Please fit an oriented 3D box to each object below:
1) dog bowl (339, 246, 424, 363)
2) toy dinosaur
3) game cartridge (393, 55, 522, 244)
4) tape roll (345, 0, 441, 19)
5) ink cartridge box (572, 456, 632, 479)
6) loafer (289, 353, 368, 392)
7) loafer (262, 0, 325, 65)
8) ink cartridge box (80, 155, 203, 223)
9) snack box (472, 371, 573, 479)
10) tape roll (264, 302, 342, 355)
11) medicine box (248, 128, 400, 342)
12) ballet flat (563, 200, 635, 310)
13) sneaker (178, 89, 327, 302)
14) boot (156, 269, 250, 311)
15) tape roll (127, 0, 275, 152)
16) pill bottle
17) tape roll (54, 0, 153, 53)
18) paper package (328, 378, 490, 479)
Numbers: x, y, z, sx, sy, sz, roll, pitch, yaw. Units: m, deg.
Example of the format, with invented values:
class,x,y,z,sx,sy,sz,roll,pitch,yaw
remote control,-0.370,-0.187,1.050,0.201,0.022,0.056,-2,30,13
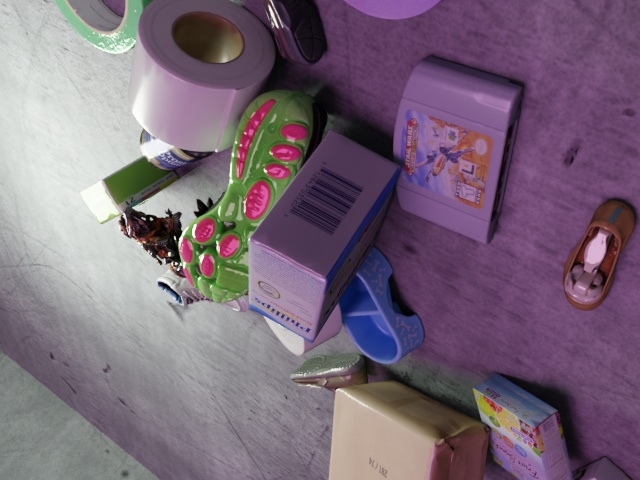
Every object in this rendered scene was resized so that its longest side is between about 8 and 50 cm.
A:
class,x,y,z,sx,sy,sz,roll,pitch,yaw
dog bowl,0.102,0.136,1.510,0.165,0.074,0.297,-11,114,48
toy dinosaur,-0.297,0.015,1.602,0.321,0.165,0.218,16,154,-24
game cartridge,0.215,-0.145,1.173,0.198,0.062,0.297,22,136,25
tape roll,0.103,-0.455,0.981,0.274,0.090,0.275,25,137,26
ink cartridge box,0.549,0.508,1.403,0.109,0.063,0.150,41,142,9
loafer,0.021,0.340,1.749,0.251,0.094,0.088,-14,107,49
loafer,-0.074,-0.420,1.187,0.084,0.096,0.268,14,133,44
ink cartridge box,-0.424,-0.146,1.686,0.255,0.189,0.097,-18,107,48
snack box,0.401,0.389,1.398,0.174,0.070,0.207,28,144,58
tape roll,-0.069,0.106,1.552,0.286,0.100,0.286,50,156,31
medicine box,0.000,0.000,1.279,0.149,0.264,0.289,29,153,10
ballet flat,0.421,0.040,1.112,0.080,0.073,0.232,26,138,27
sneaker,-0.114,-0.067,1.369,0.185,0.202,0.483,41,119,13
boot,-0.313,0.144,1.880,0.258,0.123,0.095,26,137,27
tape roll,-0.220,-0.309,1.297,0.246,0.246,0.169,41,142,9
pill bottle,-0.289,-0.229,1.533,0.219,0.123,0.123,-10,114,49
tape roll,-0.450,-0.550,1.450,0.321,0.077,0.321,26,138,26
paper package,0.178,0.493,1.527,0.324,0.168,0.310,17,105,52
